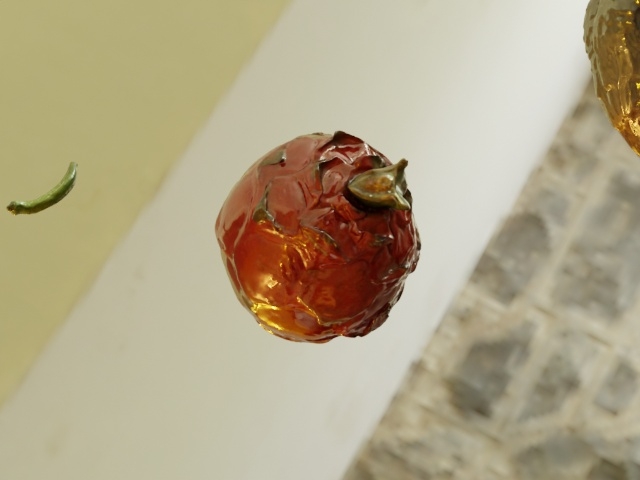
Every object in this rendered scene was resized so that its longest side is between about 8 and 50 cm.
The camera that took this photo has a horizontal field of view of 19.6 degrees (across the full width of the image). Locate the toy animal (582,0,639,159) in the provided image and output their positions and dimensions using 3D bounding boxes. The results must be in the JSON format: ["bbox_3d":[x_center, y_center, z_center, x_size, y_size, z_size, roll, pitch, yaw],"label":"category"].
[{"bbox_3d":[0.263,-0.184,1.519,0.195,0.324,0.090,-53,5,-7],"label":"toy animal"}]

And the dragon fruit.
[{"bbox_3d":[0.000,0.000,1.510,0.172,0.172,0.209,-56,-2,-21],"label":"dragon fruit"}]

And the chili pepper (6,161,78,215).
[{"bbox_3d":[-0.242,-0.044,1.641,0.083,0.030,0.017,-32,-25,-31],"label":"chili pepper"}]
